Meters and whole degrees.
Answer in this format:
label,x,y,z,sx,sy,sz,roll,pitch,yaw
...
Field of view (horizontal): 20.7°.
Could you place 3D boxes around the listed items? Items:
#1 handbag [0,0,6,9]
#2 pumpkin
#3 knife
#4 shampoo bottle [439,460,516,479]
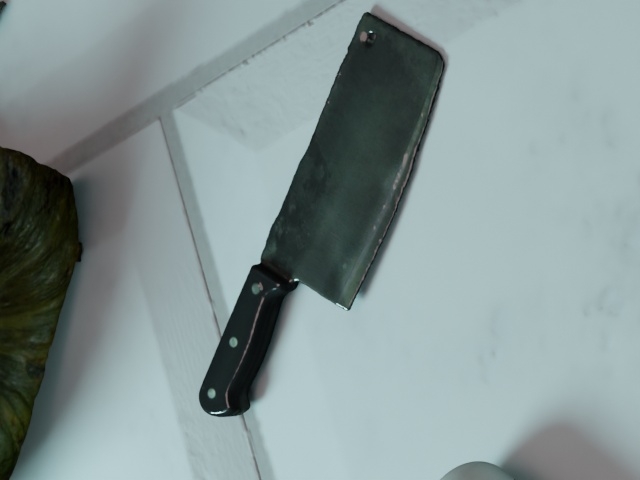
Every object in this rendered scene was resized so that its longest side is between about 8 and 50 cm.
label,x,y,z,sx,sy,sz,roll,pitch,yaw
handbag,-0.357,-0.128,1.175,0.270,0.182,0.117,13,129,41
pumpkin,-0.277,0.065,1.090,0.190,0.139,0.281,16,90,31
knife,0.000,0.000,0.959,0.072,0.019,0.245,35,110,34
shampoo bottle,0.123,0.206,0.831,0.221,0.051,0.108,40,112,34
